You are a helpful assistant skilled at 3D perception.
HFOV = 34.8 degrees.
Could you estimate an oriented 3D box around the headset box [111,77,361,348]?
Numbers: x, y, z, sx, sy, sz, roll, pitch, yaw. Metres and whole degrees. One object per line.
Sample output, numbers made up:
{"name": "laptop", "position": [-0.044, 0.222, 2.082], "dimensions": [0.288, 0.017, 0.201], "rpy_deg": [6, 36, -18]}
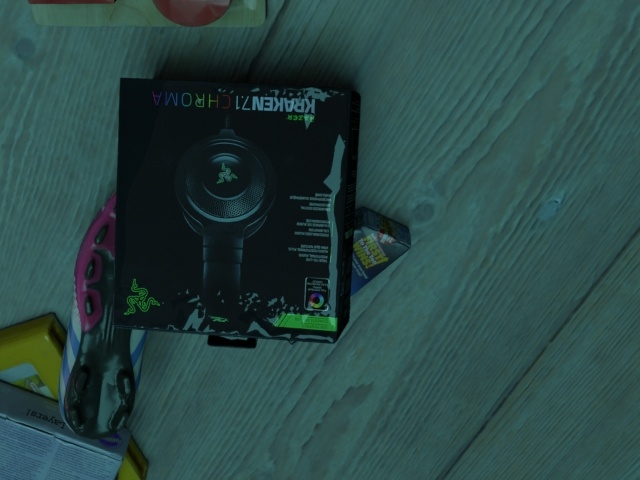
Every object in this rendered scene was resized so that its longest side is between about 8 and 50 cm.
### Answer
{"name": "headset box", "position": [-0.088, -0.026, 1.104], "dimensions": [0.246, 0.131, 0.283], "rpy_deg": [5, 96, 7]}

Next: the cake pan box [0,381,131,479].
{"name": "cake pan box", "position": [-0.407, 0.313, 1.361], "dimensions": [0.266, 0.070, 0.246], "rpy_deg": [21, 121, -9]}

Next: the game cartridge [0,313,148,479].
{"name": "game cartridge", "position": [-0.441, 0.266, 1.398], "dimensions": [0.323, 0.053, 0.285], "rpy_deg": [-20, 117, 11]}

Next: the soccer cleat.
{"name": "soccer cleat", "position": [-0.260, 0.076, 1.255], "dimensions": [0.116, 0.143, 0.331], "rpy_deg": [13, 97, -21]}

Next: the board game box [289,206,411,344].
{"name": "board game box", "position": [0.000, 0.000, 1.225], "dimensions": [0.194, 0.060, 0.194], "rpy_deg": [-27, 112, 12]}

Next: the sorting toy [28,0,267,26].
{"name": "sorting toy", "position": [-0.186, -0.333, 1.025], "dimensions": [0.255, 0.089, 0.257], "rpy_deg": [1, 119, 1]}
